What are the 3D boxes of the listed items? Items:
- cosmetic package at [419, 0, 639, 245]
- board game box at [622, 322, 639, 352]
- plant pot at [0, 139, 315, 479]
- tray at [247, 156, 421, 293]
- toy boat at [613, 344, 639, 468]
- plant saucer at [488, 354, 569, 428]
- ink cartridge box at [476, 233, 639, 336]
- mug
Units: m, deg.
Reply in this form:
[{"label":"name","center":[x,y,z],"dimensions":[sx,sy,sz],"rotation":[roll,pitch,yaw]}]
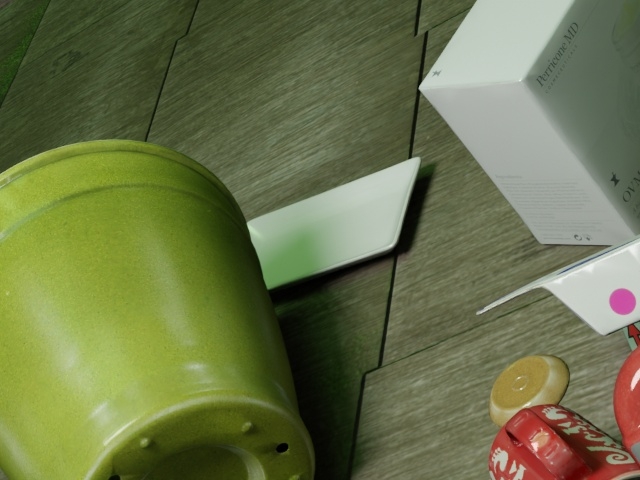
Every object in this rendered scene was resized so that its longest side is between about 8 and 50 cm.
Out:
[{"label":"cosmetic package","center":[0.248,-0.150,1.465],"dimensions":[0.138,0.224,0.224],"rotation":[0,50,51]},{"label":"board game box","center":[0.359,0.085,1.195],"dimensions":[0.213,0.046,0.317],"rotation":[-36,29,14]},{"label":"plant pot","center":[-0.176,0.143,1.514],"dimensions":[0.366,0.366,0.353],"rotation":[-41,40,3]},{"label":"tray","center":[0.000,0.000,1.774],"dimensions":[0.270,0.030,0.145],"rotation":[-20,37,35]},{"label":"toy boat","center":[0.304,0.094,1.007],"dimensions":[0.231,0.151,0.151],"rotation":[-38,-7,11]},{"label":"plant saucer","center":[0.181,0.131,1.384],"dimensions":[0.083,0.015,0.083],"rotation":[-31,30,20]},{"label":"ink cartridge box","center":[0.312,-0.007,1.171],"dimensions":[0.371,0.069,0.176],"rotation":[-24,-3,28]},{"label":"mug","center":[0.197,0.177,1.169],"dimensions":[0.113,0.150,0.169],"rotation":[-15,18,-11]}]
